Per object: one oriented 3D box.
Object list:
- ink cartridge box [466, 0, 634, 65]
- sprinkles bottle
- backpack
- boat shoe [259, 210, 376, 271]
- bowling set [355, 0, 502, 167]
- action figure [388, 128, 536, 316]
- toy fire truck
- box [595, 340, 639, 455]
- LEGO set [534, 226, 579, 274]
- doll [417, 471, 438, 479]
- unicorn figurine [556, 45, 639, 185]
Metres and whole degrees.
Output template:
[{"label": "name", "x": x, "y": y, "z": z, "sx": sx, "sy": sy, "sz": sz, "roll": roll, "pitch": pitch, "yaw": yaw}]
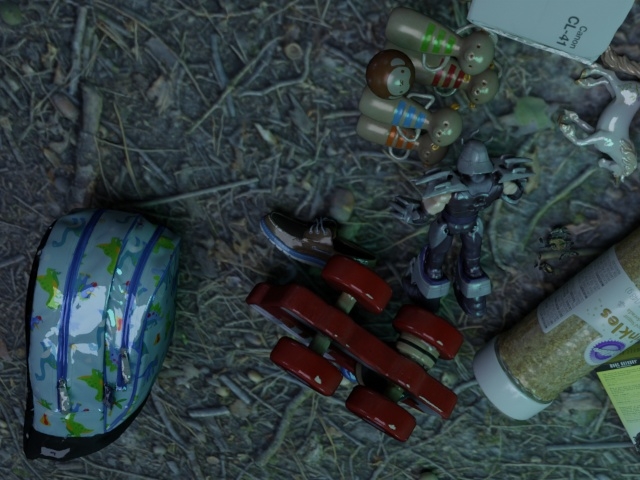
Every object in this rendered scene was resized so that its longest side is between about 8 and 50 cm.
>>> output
[{"label": "ink cartridge box", "x": 0.246, "y": -0.347, "z": 0.632, "sx": 0.131, "sy": 0.306, "sz": 0.226, "roll": 21, "pitch": 150, "yaw": 7}, {"label": "sprinkles bottle", "x": 0.366, "y": 0.103, "z": 0.988, "sx": 0.121, "sy": 0.121, "sz": 0.355, "roll": 39, "pitch": 121, "yaw": -6}, {"label": "backpack", "x": -0.339, "y": 0.120, "z": 1.143, "sx": 0.273, "sy": 0.290, "sz": 0.356, "roll": -2, "pitch": 111, "yaw": 8}, {"label": "boat shoe", "x": 0.000, "y": 0.000, "z": 1.082, "sx": 0.183, "sy": 0.066, "sz": 0.066, "roll": 29, "pitch": 118, "yaw": -12}, {"label": "bowling set", "x": 0.134, "y": -0.181, "z": 0.864, "sx": 0.154, "sy": 0.200, "sz": 0.287, "roll": 21, "pitch": 126, "yaw": 3}, {"label": "action figure", "x": 0.177, "y": -0.023, "z": 0.965, "sx": 0.185, "sy": 0.099, "sz": 0.285, "roll": -5, "pitch": 131, "yaw": -9}, {"label": "toy fire truck", "x": 0.045, "y": 0.154, "z": 1.070, "sx": 0.302, "sy": 0.169, "sz": 0.254, "roll": 35, "pitch": 167, "yaw": -13}, {"label": "box", "x": 0.480, "y": 0.244, "z": 1.062, "sx": 0.087, "sy": 0.058, "sz": 0.232, "roll": -21, "pitch": 110, "yaw": 35}, {"label": "LEGO set", "x": 0.323, "y": 0.009, "z": 1.012, "sx": 0.054, "sy": 0.023, "sz": 0.083, "roll": 37, "pitch": 135, "yaw": -2}, {"label": "doll", "x": 0.238, "y": 0.472, "z": 1.275, "sx": 0.189, "sy": 0.046, "sz": 0.129, "roll": 49, "pitch": 130, "yaw": -5}, {"label": "unicorn figurine", "x": 0.349, "y": -0.143, "z": 0.893, "sx": 0.111, "sy": 0.060, "sz": 0.162, "roll": 22, "pitch": 122, "yaw": 5}]
